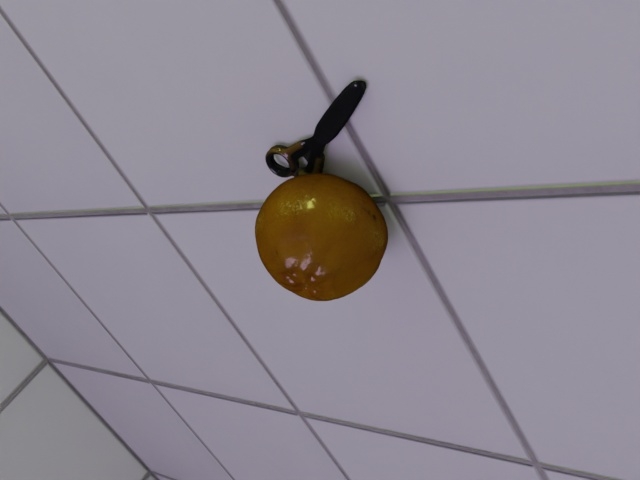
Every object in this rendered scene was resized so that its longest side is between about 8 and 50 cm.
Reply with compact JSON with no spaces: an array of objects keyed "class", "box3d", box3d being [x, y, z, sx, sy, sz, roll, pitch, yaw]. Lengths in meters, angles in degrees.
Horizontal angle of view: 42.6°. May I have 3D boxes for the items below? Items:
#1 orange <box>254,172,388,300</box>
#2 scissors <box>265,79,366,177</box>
[{"class":"orange","box3d":[0.000,0.000,0.956,0.159,0.136,0.159,11,144,8]},{"class":"scissors","box3d":[0.002,-0.118,0.931,0.088,0.017,0.220,38,148,-2]}]
